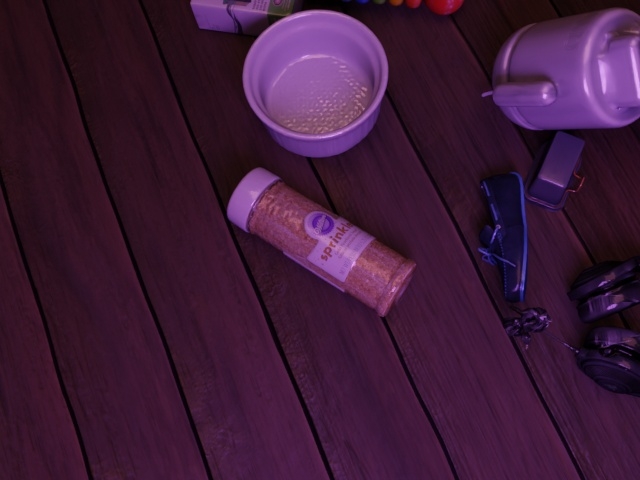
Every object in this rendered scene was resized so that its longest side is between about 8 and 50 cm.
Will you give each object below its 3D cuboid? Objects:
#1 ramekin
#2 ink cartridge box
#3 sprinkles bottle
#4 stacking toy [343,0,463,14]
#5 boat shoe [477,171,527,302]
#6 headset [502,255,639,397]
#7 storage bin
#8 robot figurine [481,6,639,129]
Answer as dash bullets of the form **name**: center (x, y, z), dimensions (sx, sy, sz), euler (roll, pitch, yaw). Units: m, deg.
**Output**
- **ramekin**: center (-0.006, -0.299, 1.417), dimensions (0.277, 0.135, 0.277), euler (-1, 73, 4)
- **ink cartridge box**: center (-0.148, -0.525, 1.521), dimensions (0.219, 0.092, 0.160), euler (9, 73, 7)
- **sprinkles bottle**: center (0.000, 0.000, 1.331), dimensions (0.355, 0.121, 0.121), euler (32, 78, 13)
- **stacking toy**: center (0.138, -0.538, 1.489), dimensions (0.330, 0.141, 0.141), euler (16, 75, 4)
- **boat shoe**: center (0.334, -0.002, 1.327), dimensions (0.089, 0.109, 0.258), euler (-2, 56, 12)
- **headset**: center (0.505, 0.140, 1.211), dimensions (0.394, 0.185, 0.243), euler (1, 72, -7)
- **storage bin**: center (0.449, -0.133, 1.350), dimensions (0.098, 0.091, 0.135), euler (24, 77, 12)
- **robot figurine**: center (0.454, -0.301, 1.294), dimensions (0.300, 0.353, 0.200), euler (-22, 106, -27)
